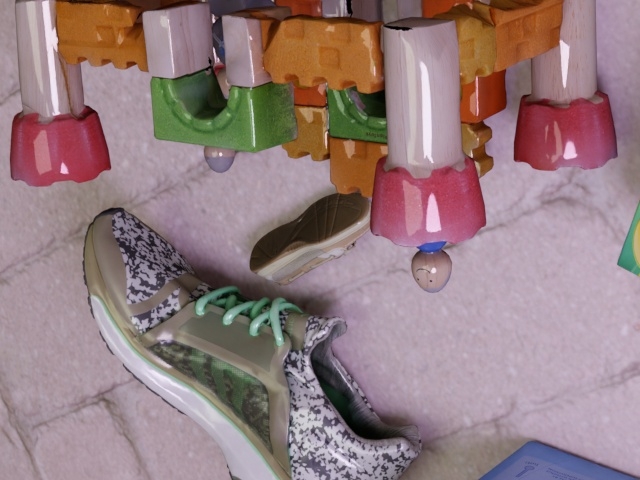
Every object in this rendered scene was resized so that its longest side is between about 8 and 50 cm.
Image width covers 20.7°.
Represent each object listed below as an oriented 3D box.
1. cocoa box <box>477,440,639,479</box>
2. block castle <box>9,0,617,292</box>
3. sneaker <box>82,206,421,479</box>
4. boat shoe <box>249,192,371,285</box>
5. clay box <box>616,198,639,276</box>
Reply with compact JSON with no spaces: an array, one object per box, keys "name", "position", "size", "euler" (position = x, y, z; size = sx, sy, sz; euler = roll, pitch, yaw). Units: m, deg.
[{"name":"cocoa box","position":[0.257,0.351,1.451],"size":[0.347,0.231,0.228],"euler":[18,115,31]},{"name":"block castle","position":[-0.010,-0.109,1.446],"size":[0.453,0.303,0.212],"euler":[9,112,35]},{"name":"sneaker","position":[-0.053,0.103,1.670],"size":[0.410,0.158,0.182],"euler":[47,117,5]},{"name":"boat shoe","position":[-0.001,0.002,1.644],"size":[0.153,0.056,0.048],"euler":[-30,131,35]},{"name":"clay box","position":[0.305,-0.082,1.334],"size":[0.053,0.127,0.222],"euler":[28,120,25]}]
